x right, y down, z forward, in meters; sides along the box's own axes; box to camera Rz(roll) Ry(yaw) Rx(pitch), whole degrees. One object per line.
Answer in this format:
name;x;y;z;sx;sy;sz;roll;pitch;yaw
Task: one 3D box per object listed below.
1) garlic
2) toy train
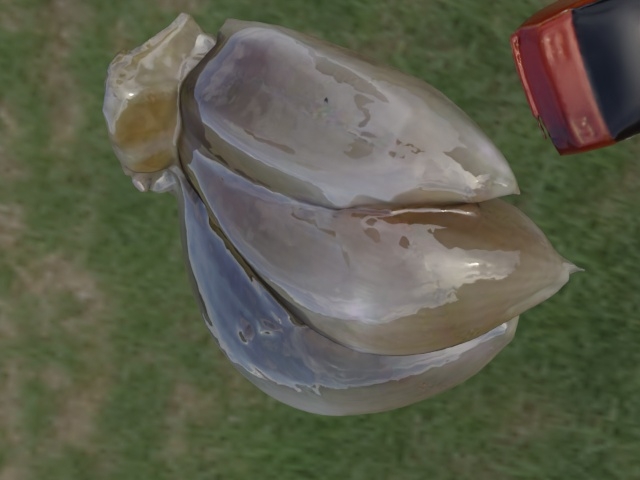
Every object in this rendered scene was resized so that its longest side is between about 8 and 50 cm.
garlic;0.001;-0.001;1.305;0.325;0.132;0.279;35;147;23
toy train;0.276;-0.161;1.177;0.089;0.409;0.086;-7;108;51
